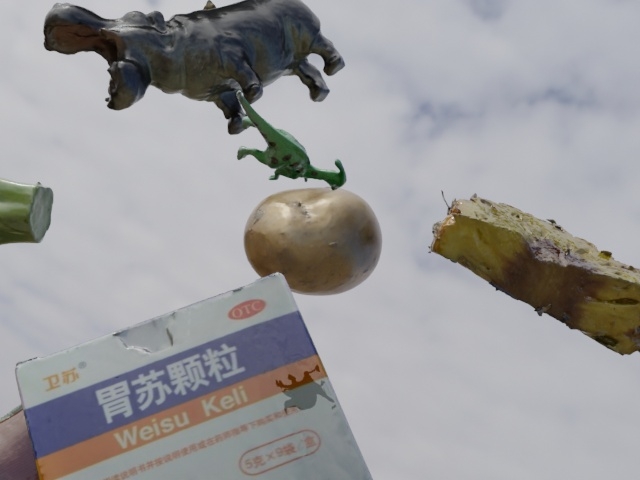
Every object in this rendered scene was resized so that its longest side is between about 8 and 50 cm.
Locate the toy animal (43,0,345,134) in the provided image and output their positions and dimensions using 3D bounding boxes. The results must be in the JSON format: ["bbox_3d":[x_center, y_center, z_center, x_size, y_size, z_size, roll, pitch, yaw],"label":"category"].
[{"bbox_3d":[-0.134,-0.211,1.078,0.106,0.343,0.168,-52,-125,50],"label":"toy animal"}]

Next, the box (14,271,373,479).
[{"bbox_3d":[-0.063,0.192,0.615,0.106,0.200,0.299,86,-18,-58],"label":"box"}]

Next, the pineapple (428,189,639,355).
[{"bbox_3d":[0.209,0.020,0.889,0.233,0.079,0.135,27,9,-2],"label":"pineapple"}]

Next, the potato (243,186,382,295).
[{"bbox_3d":[-0.002,0.001,0.860,0.112,0.112,0.147,3,6,45],"label":"potato"}]

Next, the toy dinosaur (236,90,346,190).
[{"bbox_3d":[-0.016,-0.050,0.514,0.062,0.021,0.083,18,-19,11],"label":"toy dinosaur"}]

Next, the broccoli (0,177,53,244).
[{"bbox_3d":[-0.491,-0.033,1.159,0.260,0.235,0.288,28,-25,18],"label":"broccoli"}]

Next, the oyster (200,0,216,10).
[{"bbox_3d":[-0.144,-0.260,1.282,0.121,0.045,0.146,-125,-169,-67],"label":"oyster"}]

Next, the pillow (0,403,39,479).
[{"bbox_3d":[-0.303,0.269,0.921,0.179,0.171,0.075,56,-24,5],"label":"pillow"}]
